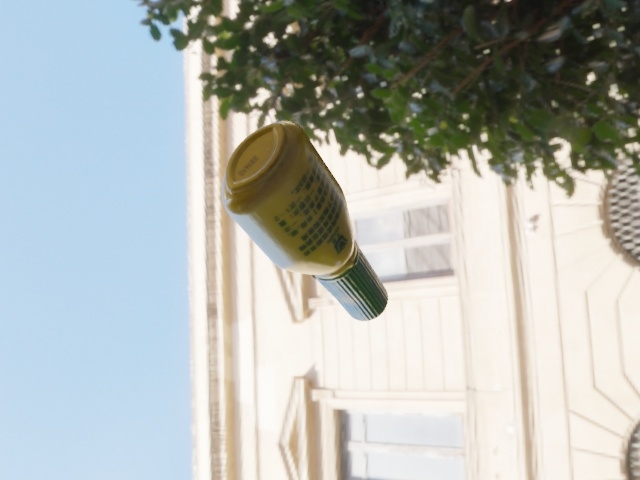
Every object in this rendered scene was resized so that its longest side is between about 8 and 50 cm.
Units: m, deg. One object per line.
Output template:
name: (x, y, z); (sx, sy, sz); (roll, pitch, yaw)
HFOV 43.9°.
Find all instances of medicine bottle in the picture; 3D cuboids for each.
medicine bottle: (0.000, 0.000, 0.723); (0.095, 0.064, 0.260); (-59, -38, -17)
